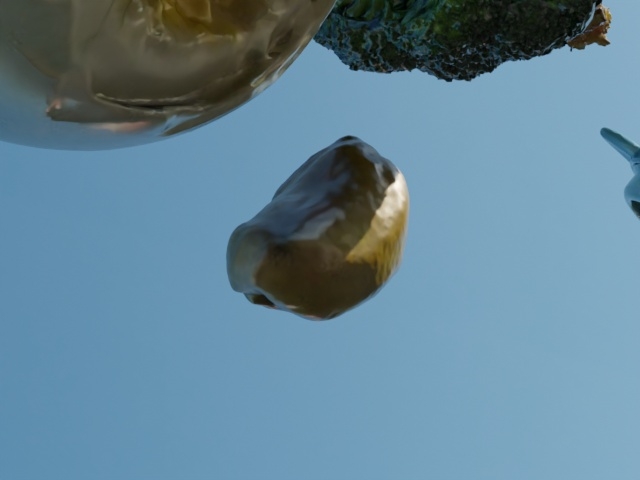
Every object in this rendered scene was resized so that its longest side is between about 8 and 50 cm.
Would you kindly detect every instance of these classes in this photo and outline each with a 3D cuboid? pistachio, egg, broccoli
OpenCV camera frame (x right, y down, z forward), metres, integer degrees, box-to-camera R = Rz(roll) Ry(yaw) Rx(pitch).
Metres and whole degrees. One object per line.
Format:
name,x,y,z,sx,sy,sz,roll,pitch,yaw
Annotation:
pistachio,0.003,0.001,1.177,0.189,0.110,0.100,-50,-10,-52
egg,-0.139,-0.195,0.767,0.278,0.336,0.278,-23,-50,-30
broccoli,0.110,-0.265,1.230,0.297,0.297,0.297,-40,-40,-8

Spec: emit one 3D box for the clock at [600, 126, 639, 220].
clock,0.336,-0.004,1.234,0.274,0.223,0.094,42,-90,-12

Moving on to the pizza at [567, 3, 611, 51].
pizza,0.211,-0.279,1.633,0.081,0.229,0.289,-46,4,28
